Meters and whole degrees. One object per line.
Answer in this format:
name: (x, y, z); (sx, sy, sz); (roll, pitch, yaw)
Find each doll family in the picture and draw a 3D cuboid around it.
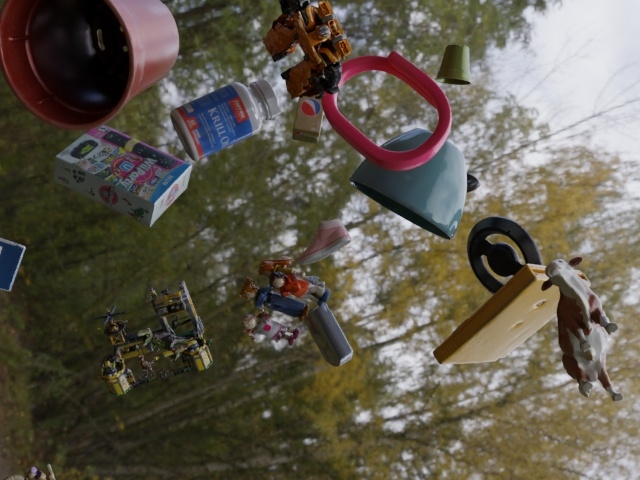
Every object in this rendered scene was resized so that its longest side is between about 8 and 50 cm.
doll family: (-0.097, 0.125, 1.759); (0.263, 0.163, 0.118); (-56, -161, 39)

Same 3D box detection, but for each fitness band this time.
fitness band: (0.134, -0.270, 1.558); (0.291, 0.209, 0.054); (45, -5, 22)

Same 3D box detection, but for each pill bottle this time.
pill bottle: (-0.206, -0.273, 1.667); (0.124, 0.222, 0.124); (57, -13, 21)

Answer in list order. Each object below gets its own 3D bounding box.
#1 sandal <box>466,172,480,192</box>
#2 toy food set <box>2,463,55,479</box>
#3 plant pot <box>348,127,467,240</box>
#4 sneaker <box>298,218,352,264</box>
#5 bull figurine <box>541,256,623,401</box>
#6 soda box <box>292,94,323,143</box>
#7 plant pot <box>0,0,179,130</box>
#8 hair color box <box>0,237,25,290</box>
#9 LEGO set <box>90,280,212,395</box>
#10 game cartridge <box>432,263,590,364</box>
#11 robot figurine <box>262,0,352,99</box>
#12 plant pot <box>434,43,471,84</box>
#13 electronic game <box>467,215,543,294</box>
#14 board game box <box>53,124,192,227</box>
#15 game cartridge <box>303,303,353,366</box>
sandal: (0.386, -0.199, 2.204); (0.060, 0.090, 0.219); (61, 3, -36)
toy food set: (-0.666, 0.561, 1.724); (0.019, 0.122, 0.077); (4, -68, 63)
plant pot: (0.240, -0.157, 1.845); (0.195, 0.290, 0.290); (-60, -159, -1)
sneaker: (0.000, 0.000, 1.677); (0.051, 0.134, 0.070); (7, 55, -65)
bull figurine: (0.532, 0.182, 1.540); (0.188, 0.101, 0.310); (-95, 165, -61)
soda box: (-0.019, -0.315, 1.720); (0.058, 0.061, 0.181); (103, -3, -71)
plant pot: (-0.413, -0.370, 1.439); (0.265, 0.273, 0.272); (-53, 137, -64)
hair color box: (-0.770, 0.042, 1.702); (0.347, 0.174, 0.105); (-9, -117, 66)
LEGO set: (-0.450, 0.241, 1.995); (0.255, 0.331, 0.192); (-95, 171, -61)
game cartridge: (0.456, 0.182, 1.811); (0.323, 0.285, 0.052); (-47, -124, 28)
robot figurine: (-0.027, -0.377, 1.488); (0.211, 0.085, 0.291); (62, -17, -8)
plant pot: (0.302, -0.395, 1.699); (0.083, 0.083, 0.079); (-162, -100, -72)
electronic game: (0.464, 0.048, 1.923); (0.229, 0.048, 0.229); (30, -49, 41)
board game box: (-0.548, -0.188, 2.116); (0.224, 0.303, 0.097); (-60, 174, -50)
game cartridge: (0.021, 0.299, 2.372); (0.196, 0.060, 0.294); (57, -12, 3)
